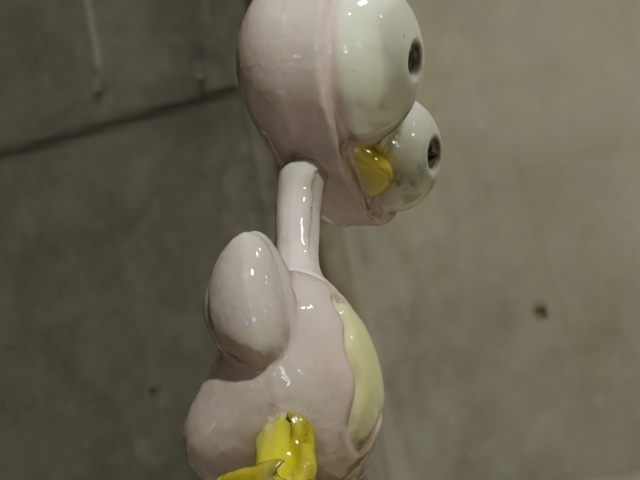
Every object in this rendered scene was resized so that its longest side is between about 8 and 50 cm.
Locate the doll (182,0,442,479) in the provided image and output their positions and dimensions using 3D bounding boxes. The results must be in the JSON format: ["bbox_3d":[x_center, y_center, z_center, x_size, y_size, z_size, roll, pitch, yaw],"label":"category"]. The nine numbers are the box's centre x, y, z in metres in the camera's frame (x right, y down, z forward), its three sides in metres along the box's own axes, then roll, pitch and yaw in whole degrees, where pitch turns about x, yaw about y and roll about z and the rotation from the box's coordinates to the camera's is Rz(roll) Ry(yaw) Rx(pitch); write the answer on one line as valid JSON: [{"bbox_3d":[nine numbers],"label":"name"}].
[{"bbox_3d":[-0.001,0.000,0.981,0.094,0.365,0.160,-5,-40,23],"label":"doll"}]
